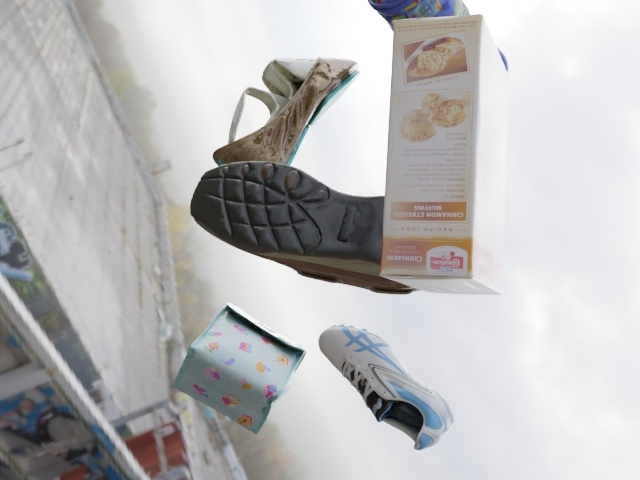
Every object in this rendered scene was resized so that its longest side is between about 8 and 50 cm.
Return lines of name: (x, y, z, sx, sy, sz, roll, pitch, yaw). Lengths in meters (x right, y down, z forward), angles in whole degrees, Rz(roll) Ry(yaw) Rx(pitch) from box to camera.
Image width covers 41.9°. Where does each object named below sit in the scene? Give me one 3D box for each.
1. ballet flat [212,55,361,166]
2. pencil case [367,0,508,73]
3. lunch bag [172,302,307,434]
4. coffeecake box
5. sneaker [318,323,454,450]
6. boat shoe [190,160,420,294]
ballet flat: (-0.054, -0.197, 1.248, 0.124, 0.342, 0.116, 38, -36, -6)
pencil case: (0.201, -0.345, 1.373, 0.306, 0.119, 0.133, 36, 62, -45)
lunch bag: (-0.159, 0.257, 1.831, 0.160, 0.223, 0.262, -64, 174, 32)
coffeecake box: (0.100, -0.056, 0.639, 0.142, 0.068, 0.185, 23, 69, -68)
sneaker: (0.081, 0.203, 1.192, 0.237, 0.086, 0.085, 36, -50, 26)
boat shoe: (0.000, 0.000, 1.013, 0.120, 0.324, 0.122, 80, 29, -60)
